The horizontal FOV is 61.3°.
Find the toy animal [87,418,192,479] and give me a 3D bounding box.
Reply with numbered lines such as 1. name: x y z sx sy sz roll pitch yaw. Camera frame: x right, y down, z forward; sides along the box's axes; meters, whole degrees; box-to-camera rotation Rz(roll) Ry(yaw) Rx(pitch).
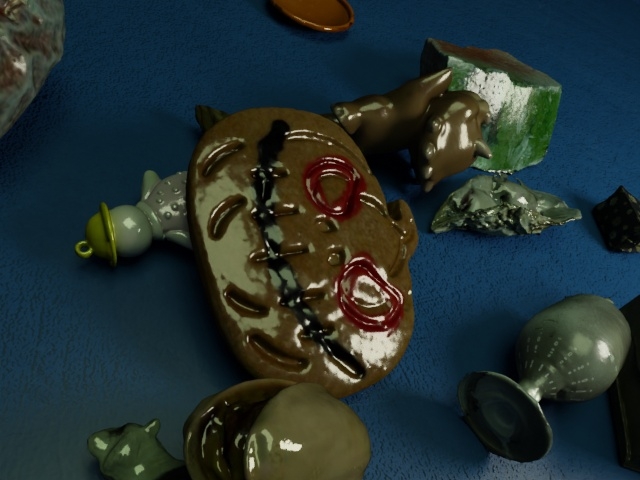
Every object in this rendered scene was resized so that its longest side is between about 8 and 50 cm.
1. toy animal: -0.122 0.247 0.447 0.225 0.094 0.121 36 36 21

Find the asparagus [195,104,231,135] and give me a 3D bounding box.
1. asparagus: -0.091 -0.095 0.751 0.080 0.080 0.287 -27 66 -37

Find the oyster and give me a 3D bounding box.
1. oyster: 0.317 -0.051 0.883 0.199 0.087 0.252 31 39 15

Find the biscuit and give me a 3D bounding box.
1. biscuit: 0.001 -0.001 0.658 0.314 0.063 0.367 -8 73 -31

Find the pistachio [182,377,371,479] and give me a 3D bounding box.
1. pistachio: -0.034 0.189 0.480 0.206 0.129 0.131 29 54 -59

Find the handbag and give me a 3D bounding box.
1. handbag: 0.587 -0.021 0.999 0.139 0.072 0.115 20 45 -25

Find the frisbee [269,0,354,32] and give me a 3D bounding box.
1. frisbee: -0.022 -0.484 1.123 0.192 0.035 0.192 13 49 -15

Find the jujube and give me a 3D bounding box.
1. jujube: -0.432 -0.221 0.611 0.226 0.226 0.317 18 56 -9

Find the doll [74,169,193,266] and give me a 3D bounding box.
1. doll: -0.192 -0.028 0.647 0.207 0.081 0.129 -28 73 -34

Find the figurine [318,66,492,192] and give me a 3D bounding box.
1. figurine: 0.141 -0.156 0.848 0.247 0.177 0.173 -20 98 -11

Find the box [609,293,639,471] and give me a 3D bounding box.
1. box: 0.495 0.189 0.722 0.155 0.149 0.231 23 47 -6

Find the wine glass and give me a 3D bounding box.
1. wine glass: 0.290 0.159 0.677 0.241 0.126 0.126 -27 67 -35

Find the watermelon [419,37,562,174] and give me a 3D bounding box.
1. watermelon: 0.307 -0.288 1.027 0.264 0.151 0.302 0 53 -22
